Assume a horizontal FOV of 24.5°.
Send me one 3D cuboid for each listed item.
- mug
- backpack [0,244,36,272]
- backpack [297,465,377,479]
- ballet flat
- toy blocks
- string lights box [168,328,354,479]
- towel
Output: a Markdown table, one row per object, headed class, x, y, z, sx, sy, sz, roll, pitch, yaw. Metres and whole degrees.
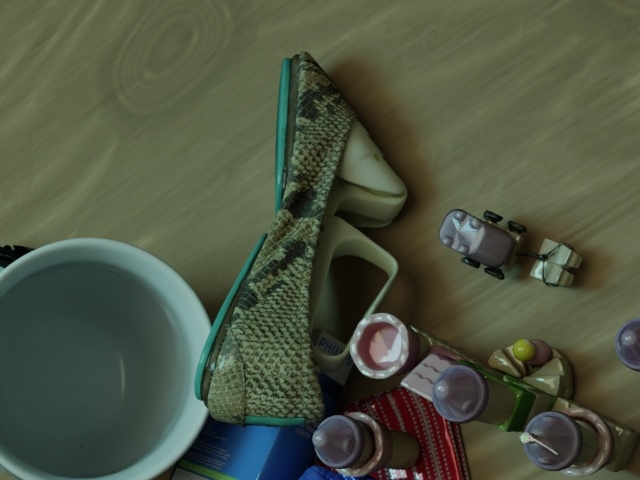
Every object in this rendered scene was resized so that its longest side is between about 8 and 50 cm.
| class | x | y | z | sx | sy | sz | roll | pitch | yaw |
| --- | --- | --- | --- | --- | --- | --- | --- | --- | --- |
| mug | -0.328 | 0.139 | 1.692 | 0.328 | 0.374 | 0.276 | 153 | 133 | -73 |
| backpack | -0.402 | 0.069 | 1.940 | 0.182 | 0.152 | 0.115 | 21 | 97 | 25 |
| backpack | 0.024 | 0.293 | 1.567 | 0.120 | 0.098 | 0.101 | 28 | 67 | 33 |
| ballet flat | 0.000 | 0.000 | 1.625 | 0.182 | 0.164 | 0.483 | 10 | 54 | 5 |
| toy blocks | 0.157 | 0.132 | 1.421 | 0.288 | 0.260 | 0.309 | 26 | 92 | 31 |
| string lights box | -0.074 | 0.218 | 1.654 | 0.133 | 0.077 | 0.260 | 11 | 72 | 44 |
| towel | 0.039 | 0.277 | 1.633 | 0.275 | 0.031 | 0.199 | -24 | 67 | 29 |
